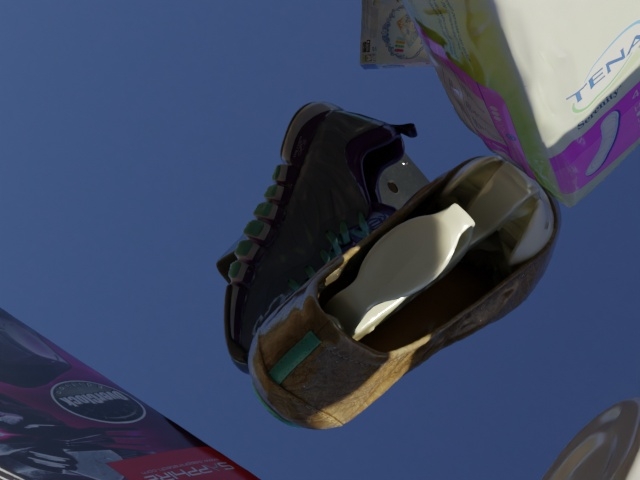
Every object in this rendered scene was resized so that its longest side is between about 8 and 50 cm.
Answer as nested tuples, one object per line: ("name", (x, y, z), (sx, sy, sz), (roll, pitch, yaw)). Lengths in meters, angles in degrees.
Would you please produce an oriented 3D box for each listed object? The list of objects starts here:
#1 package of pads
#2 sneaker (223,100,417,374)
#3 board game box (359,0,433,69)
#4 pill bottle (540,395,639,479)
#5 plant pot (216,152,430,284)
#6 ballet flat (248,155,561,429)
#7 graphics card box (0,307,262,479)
("package of pads", (0.136, -0.166, 0.756), (0.229, 0.296, 0.101), (-43, -120, -5))
("sneaker", (0.000, 0.000, 1.222), (0.098, 0.083, 0.223), (11, -104, 28))
("board game box", (0.084, -0.210, 1.536), (0.090, 0.020, 0.090), (0, -99, 18))
("pill bottle", (0.280, 0.249, 1.092), (0.160, 0.283, 0.160), (-52, -176, 5))
("plant pot", (0.041, 0.016, 1.632), (0.167, 0.187, 0.188), (-36, -172, 36))
("ballet flat", (0.085, 0.008, 1.123), (0.116, 0.342, 0.124), (47, -41, 13))
("graphics card box", (-0.183, 0.138, 0.856), (0.371, 0.233, 0.094), (26, -70, 37))
